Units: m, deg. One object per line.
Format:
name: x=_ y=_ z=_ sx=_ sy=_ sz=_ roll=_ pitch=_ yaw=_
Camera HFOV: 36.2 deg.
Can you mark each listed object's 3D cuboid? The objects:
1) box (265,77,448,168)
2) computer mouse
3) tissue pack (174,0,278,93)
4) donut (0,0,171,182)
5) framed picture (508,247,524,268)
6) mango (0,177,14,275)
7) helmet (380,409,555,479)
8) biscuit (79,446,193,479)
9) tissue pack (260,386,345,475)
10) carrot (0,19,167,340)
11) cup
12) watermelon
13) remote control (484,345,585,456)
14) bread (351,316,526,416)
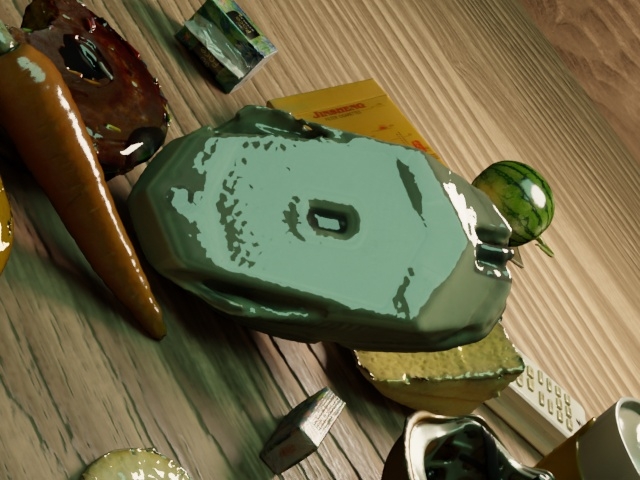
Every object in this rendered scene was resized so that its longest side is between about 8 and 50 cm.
box: x=0.061 y=-0.087 z=1.271 sx=0.174 sy=0.076 sz=0.274 roll=-16 pitch=53 yaw=-29
computer mouse: x=0.001 y=0.002 z=1.065 sx=0.428 sy=0.145 sz=0.228 roll=11 pitch=67 yaw=-15
tissue pack: x=-0.132 y=-0.266 z=1.324 sx=0.111 sy=0.085 sz=0.079 roll=48 pitch=30 yaw=-4
donut: x=-0.261 y=-0.147 z=0.991 sx=0.216 sy=0.096 sz=0.230 roll=39 pitch=31 yaw=-20
framed picture: x=0.327 y=0.004 z=1.723 sx=0.066 sy=0.006 sz=0.089 roll=30 pitch=34 yaw=-32
mango: x=-0.305 y=-0.035 z=0.739 sx=0.155 sy=0.151 sz=0.249 roll=4 pitch=46 yaw=-7
helmet: x=0.142 y=0.288 z=1.002 sx=0.224 sy=0.130 sz=0.198 roll=31 pitch=28 yaw=-11
biscuit: x=-0.136 y=0.235 z=0.790 sx=0.152 sy=0.020 sz=0.152 roll=35 pitch=31 yaw=-25
tissue pack: x=-0.017 y=0.186 z=0.968 sx=0.035 sy=0.063 sz=0.083 roll=51 pitch=28 yaw=-3
carrot: x=-0.217 y=-0.046 z=0.880 sx=0.069 sy=0.069 sz=0.336 roll=-73 pitch=145 yaw=-57
cup: x=0.340 y=0.313 z=1.148 sx=0.241 sy=0.226 sz=0.185 roll=8 pitch=47 yaw=-52
watermelon: x=0.332 y=-0.045 z=1.655 sx=0.187 sy=0.140 sz=0.140 roll=57 pitch=29 yaw=7
remote control: x=0.265 y=0.196 z=1.357 sx=0.277 sy=0.055 sz=0.103 roll=42 pitch=29 yaw=-14
bread: x=0.113 y=0.083 z=1.191 sx=0.178 sy=0.135 sz=0.240 roll=25 pitch=34 yaw=-41
